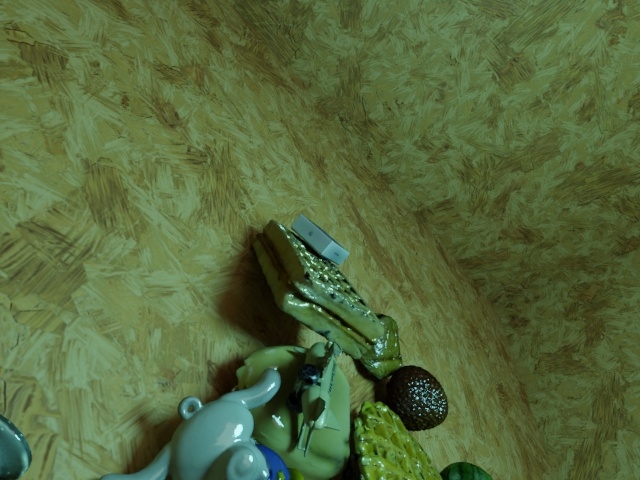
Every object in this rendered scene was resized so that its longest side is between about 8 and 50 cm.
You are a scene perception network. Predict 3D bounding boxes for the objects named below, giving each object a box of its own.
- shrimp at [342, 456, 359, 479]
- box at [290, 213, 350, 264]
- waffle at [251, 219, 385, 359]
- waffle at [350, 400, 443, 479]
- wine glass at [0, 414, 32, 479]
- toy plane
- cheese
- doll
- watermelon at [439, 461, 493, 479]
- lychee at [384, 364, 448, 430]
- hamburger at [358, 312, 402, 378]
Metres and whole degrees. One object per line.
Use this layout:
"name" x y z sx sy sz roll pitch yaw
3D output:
"shrimp" 0.076 0.560 0.945 0.065 0.056 0.165 19 54 -29
"box" 0.000 0.000 1.154 0.129 0.051 0.130 41 5 29
"waffle" -0.028 0.102 1.027 0.261 0.114 0.376 36 7 -28
"waffle" 0.194 0.555 0.953 0.382 0.095 0.379 56 13 8
"wine glass" -0.397 0.263 0.400 0.111 0.111 0.204 54 24 -8
"toy plane" -0.009 0.260 0.776 0.092 0.229 0.244 15 20 -9
"cheese" -0.056 0.339 0.877 0.316 0.128 0.260 36 37 -32
"doll" -0.157 0.363 0.629 0.311 0.159 0.243 -8 94 -35
"watermelon" 0.411 0.735 1.177 0.188 0.188 0.215 56 20 -5
"lychee" 0.274 0.458 1.227 0.194 0.194 0.194 40 32 -32
"hamburger" 0.182 0.317 1.297 0.183 0.130 0.206 16 51 -50
